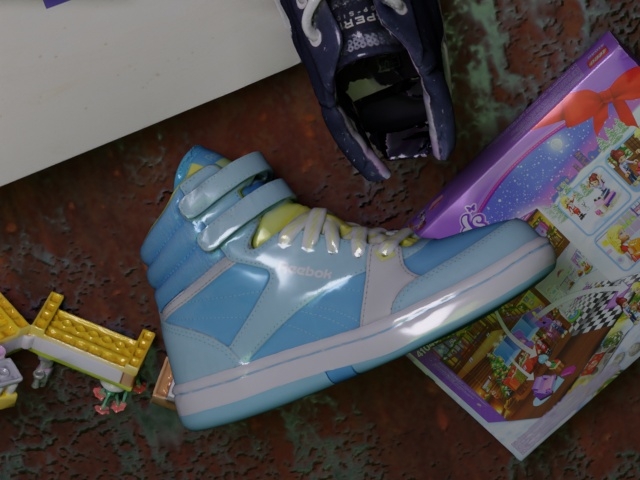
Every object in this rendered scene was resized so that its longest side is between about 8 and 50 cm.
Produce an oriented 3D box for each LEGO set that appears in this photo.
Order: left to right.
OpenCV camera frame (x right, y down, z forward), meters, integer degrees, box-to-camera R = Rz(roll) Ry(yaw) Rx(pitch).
[{"bbox_3d":[-0.233,0.122,1.268,0.287,0.132,0.107,-1,134,-28],"label":"LEGO set"}]

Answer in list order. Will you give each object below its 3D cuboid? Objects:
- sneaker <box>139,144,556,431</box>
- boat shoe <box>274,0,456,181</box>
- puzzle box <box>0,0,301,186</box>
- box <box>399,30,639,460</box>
[{"bbox_3d":[0.000,0.000,1.175,0.319,0.127,0.208,-23,86,17],"label":"sneaker"},{"bbox_3d":[0.017,-0.200,1.054,0.127,0.158,0.341,-21,124,9],"label":"boat shoe"},{"bbox_3d":[-0.241,-0.177,1.104,0.409,0.052,0.272,-23,104,-15],"label":"puzzle box"},{"bbox_3d":[0.192,0.009,1.246,0.201,0.057,0.293,43,104,-13],"label":"box"}]
